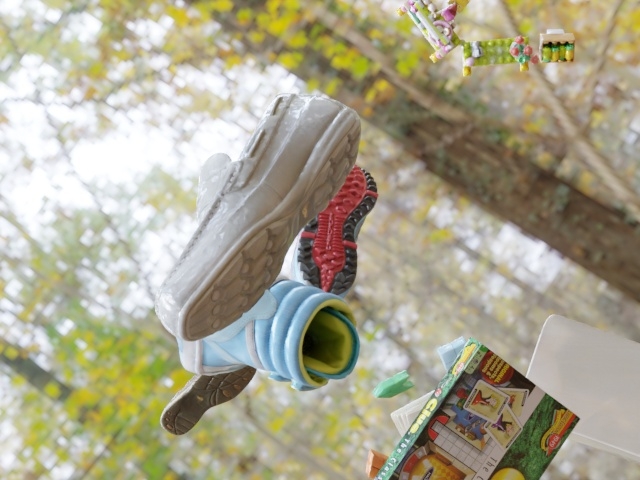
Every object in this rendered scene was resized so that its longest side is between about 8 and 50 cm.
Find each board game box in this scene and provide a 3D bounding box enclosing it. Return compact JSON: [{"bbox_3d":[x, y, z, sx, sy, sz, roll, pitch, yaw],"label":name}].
[{"bbox_3d":[0.117,0.232,1.414,0.136,0.030,0.259,36,-95,-25],"label":"board game box"}]

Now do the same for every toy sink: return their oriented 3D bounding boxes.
[{"bbox_3d":[0.407,0.219,2.213,0.131,0.234,0.152,82,-153,-79],"label":"toy sink"}]

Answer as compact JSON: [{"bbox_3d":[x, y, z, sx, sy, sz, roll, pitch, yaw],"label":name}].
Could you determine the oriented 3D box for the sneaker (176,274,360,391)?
[{"bbox_3d":[-0.052,0.118,1.774,0.319,0.208,0.127,72,-138,-74],"label":"sneaker"}]

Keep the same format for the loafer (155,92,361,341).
[{"bbox_3d":[-0.073,-0.030,1.476,0.319,0.111,0.112,-52,-21,-40],"label":"loafer"}]

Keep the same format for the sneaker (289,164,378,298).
[{"bbox_3d":[0.000,0.000,2.071,0.125,0.104,0.262,116,173,-47],"label":"sneaker"}]

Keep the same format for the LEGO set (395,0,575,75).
[{"bbox_3d":[0.213,-0.291,2.117,0.132,0.287,0.107,-59,2,3],"label":"LEGO set"}]

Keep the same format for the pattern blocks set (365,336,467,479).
[{"bbox_3d":[0.205,0.306,2.424,0.285,0.026,0.325,-35,-56,4],"label":"pattern blocks set"}]

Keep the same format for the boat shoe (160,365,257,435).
[{"bbox_3d":[-0.174,0.226,2.380,0.178,0.064,0.060,-39,17,10],"label":"boat shoe"}]
